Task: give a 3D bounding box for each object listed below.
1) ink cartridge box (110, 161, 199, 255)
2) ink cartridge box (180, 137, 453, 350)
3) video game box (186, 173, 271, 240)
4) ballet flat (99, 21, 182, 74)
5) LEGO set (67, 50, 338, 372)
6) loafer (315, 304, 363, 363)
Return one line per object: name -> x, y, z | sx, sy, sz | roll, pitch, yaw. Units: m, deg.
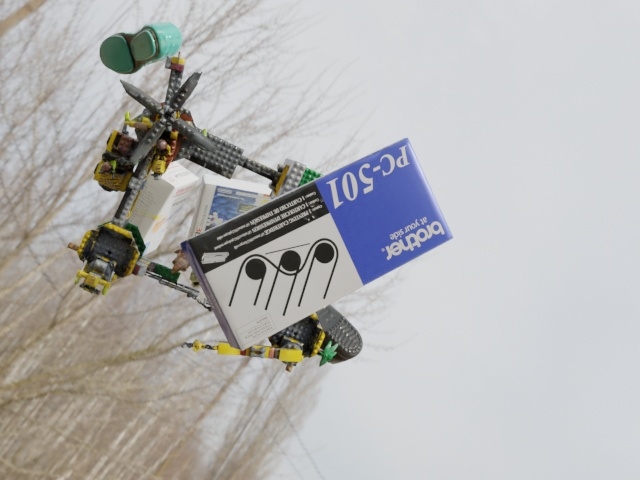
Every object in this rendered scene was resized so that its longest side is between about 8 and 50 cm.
ink cartridge box -> -0.251, -0.063, 1.167 | 0.062, 0.181, 0.104 | 35, 17, 2
ink cartridge box -> 0.000, 0.000, 0.635 | 0.097, 0.207, 0.046 | 64, -18, -4
video game box -> -0.159, -0.030, 1.559 | 0.205, 0.048, 0.187 | 9, -57, -17
ballet flat -> -0.343, -0.374, 1.493 | 0.247, 0.087, 0.083 | 5, -69, 51
LEGO set -> -0.091, -0.003, 0.772 | 0.331, 0.255, 0.192 | 32, 3, -8
loafer -> -0.029, 0.121, 1.258 | 0.220, 0.080, 0.078 | 50, -49, 15
